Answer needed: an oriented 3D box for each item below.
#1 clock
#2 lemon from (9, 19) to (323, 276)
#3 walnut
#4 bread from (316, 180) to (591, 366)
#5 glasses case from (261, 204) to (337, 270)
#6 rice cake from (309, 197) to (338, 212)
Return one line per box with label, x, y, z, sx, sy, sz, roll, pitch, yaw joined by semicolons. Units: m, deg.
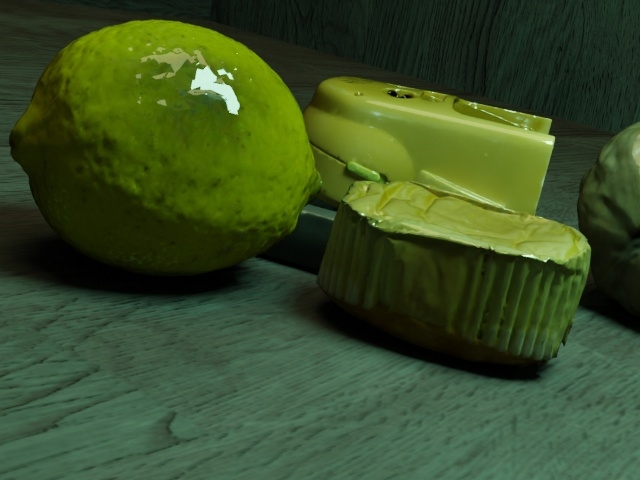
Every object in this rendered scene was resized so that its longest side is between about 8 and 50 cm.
clock;0.119;-0.099;1.337;0.316;0.200;0.244;21;13;7
lemon;-0.143;-0.088;1.044;0.310;0.254;0.253;7;16;-20
walnut;0.430;-0.018;1.260;0.273;0.227;0.273;10;19;-3
bread;0.124;0.030;1.028;0.250;0.133;0.179;14;16;12
glasses case;0.002;0.000;1.169;0.190;0.072;0.042;16;33;15
rice cake;-0.091;-0.076;1.420;0.269;0.049;0.055;20;22;24
